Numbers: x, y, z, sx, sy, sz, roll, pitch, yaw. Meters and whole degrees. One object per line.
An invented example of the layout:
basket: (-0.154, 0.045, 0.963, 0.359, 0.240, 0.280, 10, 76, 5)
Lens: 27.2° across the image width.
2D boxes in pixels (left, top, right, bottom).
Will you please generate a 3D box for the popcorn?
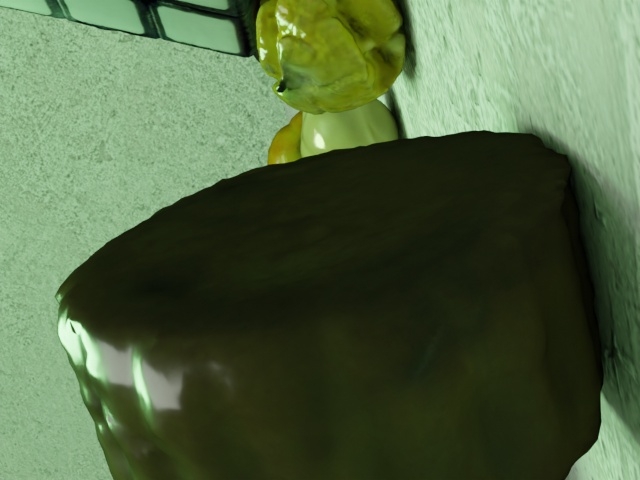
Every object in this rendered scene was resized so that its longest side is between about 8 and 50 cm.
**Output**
popcorn: (0.010, -0.189, 1.226, 0.152, 0.148, 0.167, -66, 4, -28)

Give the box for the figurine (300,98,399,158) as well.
figurine: (0.010, -0.070, 1.435, 0.114, 0.108, 0.196, -97, 30, -64)

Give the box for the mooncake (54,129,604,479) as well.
mooncake: (0.013, 0.065, 0.805, 0.324, 0.324, 0.187, -114, 8, -69)

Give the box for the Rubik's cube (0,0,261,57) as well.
Rubik's cube: (-0.176, -0.383, 1.206, 0.304, 0.301, 0.305, 85, -160, -72)

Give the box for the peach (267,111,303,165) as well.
peach: (0.000, -0.104, 1.726, 0.138, 0.138, 0.138, 165, 90, -87)

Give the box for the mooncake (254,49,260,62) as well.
mooncake: (-0.065, -0.343, 1.490, 0.283, 0.141, 0.283, 62, 174, 12)
